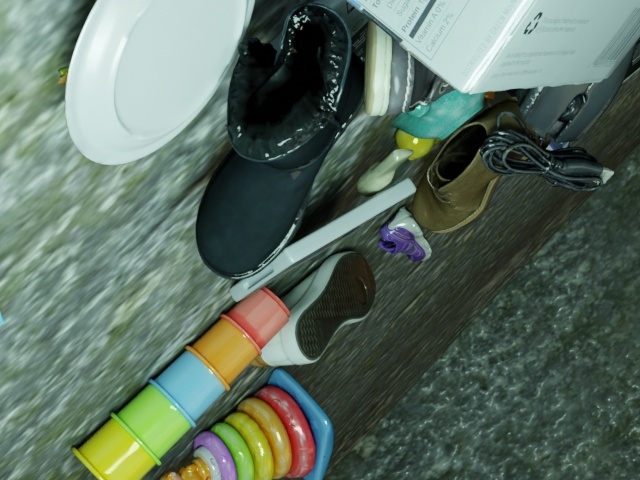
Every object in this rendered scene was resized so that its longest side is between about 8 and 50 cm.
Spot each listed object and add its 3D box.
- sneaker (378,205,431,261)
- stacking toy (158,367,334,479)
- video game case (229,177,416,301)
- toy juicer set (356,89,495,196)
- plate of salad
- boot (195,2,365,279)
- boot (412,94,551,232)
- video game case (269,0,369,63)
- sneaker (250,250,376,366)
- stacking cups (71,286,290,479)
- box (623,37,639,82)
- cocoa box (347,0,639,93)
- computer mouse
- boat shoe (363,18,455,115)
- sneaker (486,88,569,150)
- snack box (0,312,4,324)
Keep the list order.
[{"bbox_3d":[0.130,-0.004,1.683,0.071,0.068,0.170,-32,155,4],"label":"sneaker"},{"bbox_3d":[-0.142,0.350,1.689,0.302,0.166,0.175,-21,136,-33],"label":"stacking toy"},{"bbox_3d":[0.000,0.000,1.283,0.201,0.023,0.183,-30,178,-31],"label":"video game case"},{"bbox_3d":[0.126,-0.159,1.276,0.329,0.089,0.209,-39,180,-34],"label":"toy juicer set"},{"bbox_3d":[-0.116,-0.145,0.749,0.200,0.048,0.200,-48,160,-25],"label":"plate of salad"},{"bbox_3d":[-0.048,-0.074,0.872,0.246,0.094,0.207,-56,173,6],"label":"boot"},{"bbox_3d":[0.175,-0.090,1.376,0.115,0.112,0.305,-21,164,-28],"label":"boot"},{"bbox_3d":[0.002,-0.177,1.012,0.190,0.022,0.173,-45,163,-8],"label":"video game case"},{"bbox_3d":[-0.019,0.096,1.511,0.123,0.106,0.290,-16,-170,31],"label":"sneaker"},{"bbox_3d":[-0.168,0.187,1.329,0.316,0.096,0.096,-44,163,-19],"label":"stacking cups"},{"bbox_3d":[0.418,-0.354,1.382,0.322,0.079,0.257,-38,139,-26],"label":"box"},{"bbox_3d":[0.151,-0.272,0.793,0.347,0.228,0.231,-18,146,-58],"label":"cocoa box"},{"bbox_3d":[0.309,-0.191,1.221,0.188,0.072,0.272,11,101,-30],"label":"computer mouse"},{"bbox_3d":[0.094,-0.172,0.926,0.285,0.092,0.103,-59,155,-70],"label":"boat shoe"},{"bbox_3d":[0.392,-0.238,1.628,0.236,0.130,0.323,-45,158,8],"label":"sneaker"},{"bbox_3d":[-0.315,0.027,0.639,0.187,0.060,0.322,-40,162,-21],"label":"snack box"}]
